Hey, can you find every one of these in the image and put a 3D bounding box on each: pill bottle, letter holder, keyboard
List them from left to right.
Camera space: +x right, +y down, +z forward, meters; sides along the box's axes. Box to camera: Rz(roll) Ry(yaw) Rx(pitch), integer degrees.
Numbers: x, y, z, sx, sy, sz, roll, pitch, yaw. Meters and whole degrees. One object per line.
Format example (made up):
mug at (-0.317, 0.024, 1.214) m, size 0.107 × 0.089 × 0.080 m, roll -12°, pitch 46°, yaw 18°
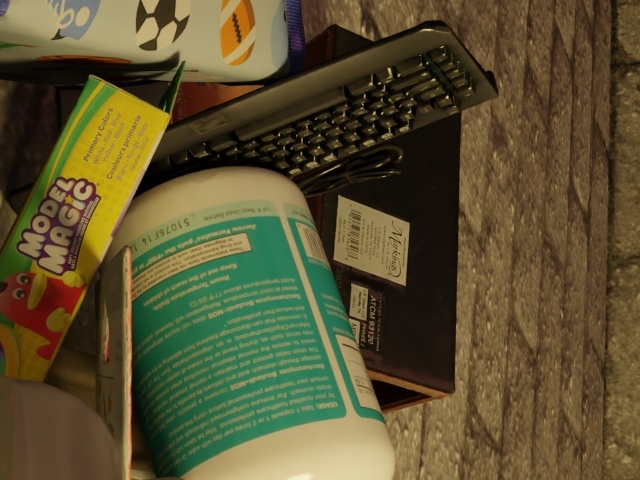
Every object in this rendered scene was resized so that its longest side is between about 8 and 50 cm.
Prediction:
pill bottle at (-0.042, 0.096, 0.904) m, size 0.146 × 0.146 × 0.264 m, roll 37°, pitch 31°, yaw -62°
keyboard at (-0.033, -0.050, 0.962) m, size 0.201 × 0.317 × 0.033 m, roll 27°, pitch 46°, yaw -65°
letter holder at (0.000, 0.000, 1.294) m, size 0.152 × 0.214 × 0.302 m, roll 19°, pitch 63°, yaw -32°

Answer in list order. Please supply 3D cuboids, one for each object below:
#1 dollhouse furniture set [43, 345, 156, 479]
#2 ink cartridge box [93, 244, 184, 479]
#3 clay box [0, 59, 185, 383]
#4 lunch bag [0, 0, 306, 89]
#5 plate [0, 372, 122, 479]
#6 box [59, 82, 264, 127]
dollhouse furniture set at (-0.137, 0.203, 0.965) m, size 0.301 × 0.151 × 0.197 m, roll 23°, pitch 44°, yaw -43°
ink cartridge box at (-0.078, 0.132, 0.697) m, size 0.275 × 0.060 × 0.239 m, roll 157°, pitch -66°, yaw -78°
clay box at (-0.144, 0.001, 0.791) m, size 0.222 × 0.053 × 0.127 m, roll -67°, pitch -170°, yaw -10°
lunch bag at (-0.167, -0.287, 0.794) m, size 0.328 × 0.239 × 0.385 m, roll -4°, pitch 95°, yaw -67°
plate at (-0.192, 0.082, 0.429) m, size 0.277 × 0.278 × 0.045 m, roll -151°, pitch -120°, yaw -76°
box at (-0.113, -0.098, 1.070) m, size 0.170 × 0.091 × 0.130 m, roll 9°, pitch 76°, yaw -68°
